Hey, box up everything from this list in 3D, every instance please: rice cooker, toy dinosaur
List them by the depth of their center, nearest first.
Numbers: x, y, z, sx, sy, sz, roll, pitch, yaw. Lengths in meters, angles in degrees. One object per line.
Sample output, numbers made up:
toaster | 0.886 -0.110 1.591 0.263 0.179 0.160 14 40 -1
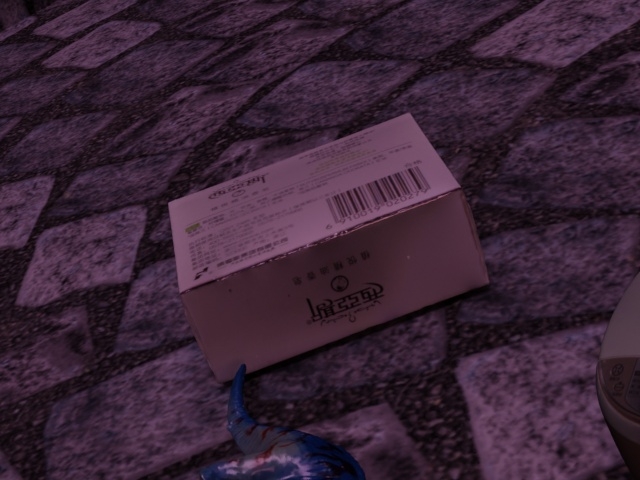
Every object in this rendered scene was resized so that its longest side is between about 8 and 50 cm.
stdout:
rice cooker | 0.262 0.079 0.747 0.145 0.127 0.206 6 34 39
toy dinosaur | -0.024 0.178 0.813 0.144 0.076 0.329 -27 30 -27

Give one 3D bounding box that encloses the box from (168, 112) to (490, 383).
box | 0.000 0.000 1.071 0.260 0.111 0.194 -22 27 2
